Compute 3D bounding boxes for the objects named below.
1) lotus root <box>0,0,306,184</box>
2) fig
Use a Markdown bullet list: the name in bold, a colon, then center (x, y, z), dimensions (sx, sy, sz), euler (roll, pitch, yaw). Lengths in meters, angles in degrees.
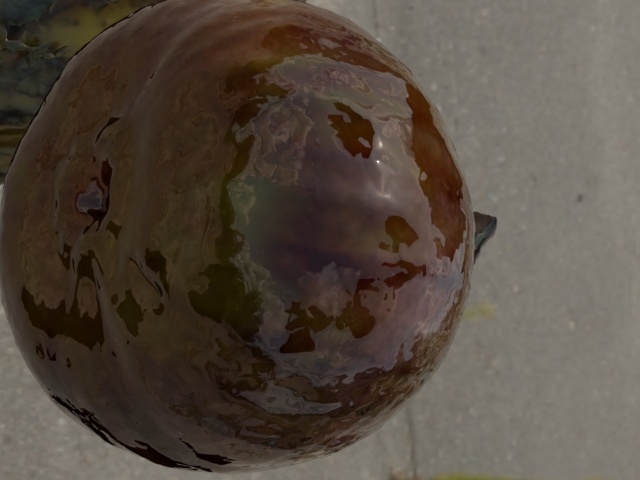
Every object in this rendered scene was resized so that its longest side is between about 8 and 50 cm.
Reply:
- **lotus root**: center (-0.121, -0.172, 0.830), dimensions (0.397, 0.196, 0.179), euler (-40, 95, -35)
- **fig**: center (-0.022, 0.008, 0.418), dimensions (0.202, 0.149, 0.148), euler (70, 22, -60)
